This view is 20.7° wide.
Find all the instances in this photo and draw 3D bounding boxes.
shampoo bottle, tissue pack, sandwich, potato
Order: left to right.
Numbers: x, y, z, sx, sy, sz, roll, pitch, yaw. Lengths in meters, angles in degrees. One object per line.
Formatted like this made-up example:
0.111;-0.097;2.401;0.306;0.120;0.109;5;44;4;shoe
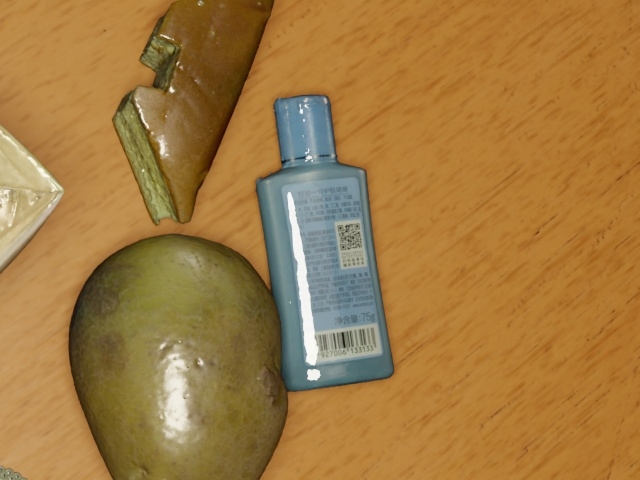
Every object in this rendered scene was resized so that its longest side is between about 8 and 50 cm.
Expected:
-0.303;-0.006;1.355;0.125;0.234;0.159;44;74;-8;tissue pack
-0.115;0.122;1.453;0.174;0.159;0.251;-8;74;6;potato
-0.119;-0.138;1.509;0.088;0.090;0.244;23;80;-20;sandwich
0.000;0.000;1.550;0.104;0.061;0.258;-6;87;-19;shampoo bottle

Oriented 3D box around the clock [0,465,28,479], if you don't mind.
-0.273;0.225;1.462;0.083;0.010;0.074;21;78;-17;clock
